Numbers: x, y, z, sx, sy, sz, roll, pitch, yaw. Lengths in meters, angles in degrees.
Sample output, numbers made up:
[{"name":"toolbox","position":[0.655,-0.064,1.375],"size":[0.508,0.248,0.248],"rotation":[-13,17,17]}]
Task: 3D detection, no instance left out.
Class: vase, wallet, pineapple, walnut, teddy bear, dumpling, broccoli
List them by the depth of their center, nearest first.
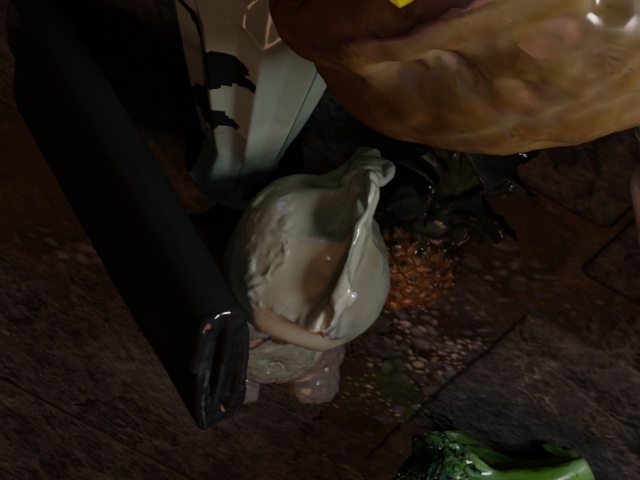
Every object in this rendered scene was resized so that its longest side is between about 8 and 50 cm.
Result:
[{"name":"walnut","position":[0.115,-0.209,1.143],"size":[0.344,0.306,0.306],"rotation":[-5,137,36]},{"name":"vase","position":[-0.052,-0.160,1.470],"size":[0.165,0.165,0.360],"rotation":[23,153,4]},{"name":"dumpling","position":[0.000,0.000,1.535],"size":[0.147,0.193,0.258],"rotation":[26,175,-15]},{"name":"pineapple","position":[0.109,-0.036,1.573],"size":[0.130,0.119,0.277],"rotation":[67,152,18]},{"name":"wallet","position":[-0.185,-0.032,1.608],"size":[0.406,0.062,0.228],"rotation":[57,161,24]},{"name":"teddy bear","position":[-0.054,0.062,1.794],"size":[0.236,0.151,0.267],"rotation":[-3,148,0]},{"name":"broccoli","position":[0.202,0.323,1.961],"size":[0.245,0.265,0.294],"rotation":[-22,142,7]}]

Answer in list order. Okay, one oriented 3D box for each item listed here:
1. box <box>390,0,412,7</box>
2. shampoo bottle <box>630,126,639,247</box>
[{"name":"box","position":[0.055,-0.288,0.959],"size":[0.168,0.265,0.097],"rotation":[-28,152,25]},{"name":"shampoo bottle","position":[0.297,-0.052,1.445],"size":[0.074,0.074,0.192],"rotation":[10,144,24]}]
